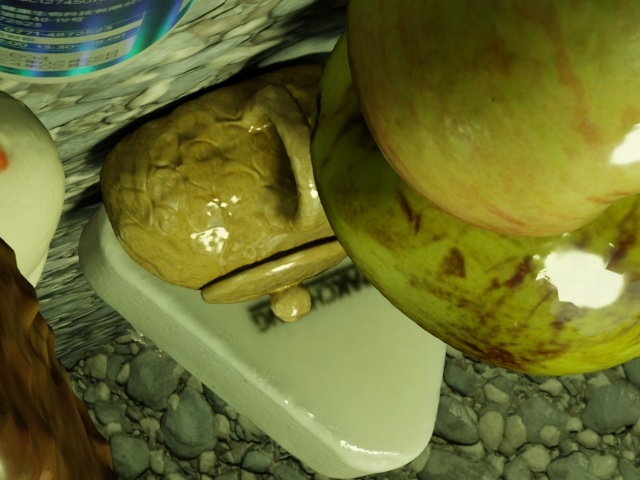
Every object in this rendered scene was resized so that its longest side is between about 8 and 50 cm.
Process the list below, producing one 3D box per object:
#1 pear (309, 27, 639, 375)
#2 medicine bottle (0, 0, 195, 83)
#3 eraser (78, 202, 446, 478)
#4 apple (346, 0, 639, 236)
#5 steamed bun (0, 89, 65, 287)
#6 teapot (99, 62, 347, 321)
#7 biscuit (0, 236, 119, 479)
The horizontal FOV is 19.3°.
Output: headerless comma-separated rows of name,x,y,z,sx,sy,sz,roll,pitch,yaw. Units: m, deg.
pear,0.129,-0.051,1.152,0.284,0.283,0.283,-22,176,-2
medicine bottle,-0.067,-0.110,0.474,0.107,0.107,0.191,-21,176,-13
eraser,0.000,0.000,1.597,0.331,0.331,0.150,-20,174,-20
apple,0.130,-0.112,0.899,0.261,0.194,0.261,-21,178,-1
steamed bun,-0.237,0.007,0.974,0.228,0.130,0.177,-20,175,9
teapot,-0.042,-0.022,1.341,0.203,0.167,0.311,-20,175,-19
biscuit,-0.253,0.088,0.623,0.343,0.166,0.395,-21,145,0
